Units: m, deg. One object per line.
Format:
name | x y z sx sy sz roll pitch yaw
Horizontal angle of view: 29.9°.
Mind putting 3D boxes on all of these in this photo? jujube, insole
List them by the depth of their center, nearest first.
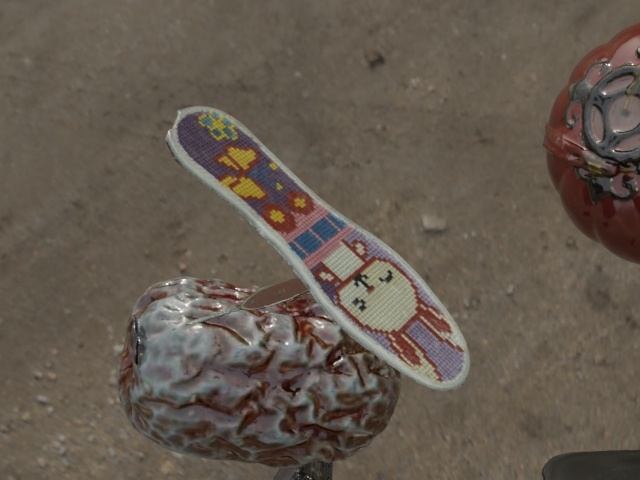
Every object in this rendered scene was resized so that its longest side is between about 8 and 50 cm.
insole | 0.000 0.000 0.591 0.197 0.004 0.065 44 43 10
jujube | -0.073 0.148 1.347 0.317 0.226 0.226 10 60 -23

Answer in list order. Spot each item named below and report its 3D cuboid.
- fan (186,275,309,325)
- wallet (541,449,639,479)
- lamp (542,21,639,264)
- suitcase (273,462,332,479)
fan | -0.053 0.051 1.036 0.133 0.085 0.005 -20 100 -3
wallet | 0.251 0.264 0.821 0.197 0.051 0.377 -6 25 9
lamp | 0.416 -0.118 1.418 0.303 0.257 0.303 -10 74 37
suitcase | -0.024 0.321 1.556 0.059 0.126 0.086 34 104 -7
